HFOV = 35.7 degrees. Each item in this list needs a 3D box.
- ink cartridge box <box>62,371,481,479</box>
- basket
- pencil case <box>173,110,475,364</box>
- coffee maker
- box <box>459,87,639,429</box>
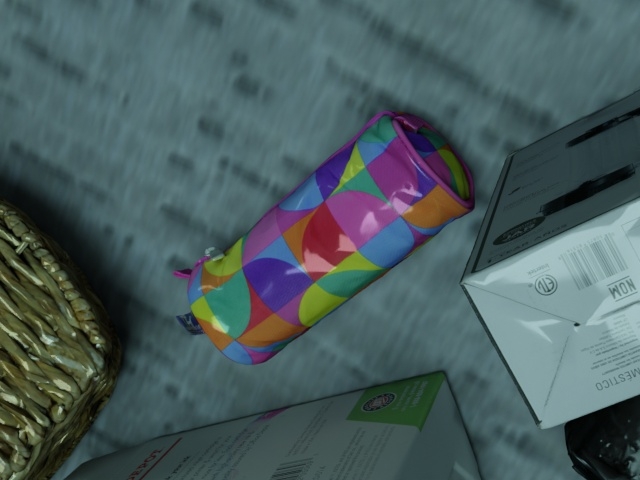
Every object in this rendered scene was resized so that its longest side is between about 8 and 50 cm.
[{"bbox_3d":[-0.068,0.228,0.768,0.354,0.207,0.119,-16,100,21],"label":"ink cartridge box"},{"bbox_3d":[-0.318,0.065,0.855,0.299,0.223,0.213,37,80,3],"label":"basket"},{"bbox_3d":[0.000,0.000,0.740,0.236,0.104,0.104,-36,94,21],"label":"pencil case"},{"bbox_3d":[0.253,0.093,0.651,0.120,0.171,0.178,26,113,-2],"label":"coffee maker"},{"bbox_3d":[0.189,-0.019,0.574,0.169,0.290,0.087,-27,99,20],"label":"box"}]
